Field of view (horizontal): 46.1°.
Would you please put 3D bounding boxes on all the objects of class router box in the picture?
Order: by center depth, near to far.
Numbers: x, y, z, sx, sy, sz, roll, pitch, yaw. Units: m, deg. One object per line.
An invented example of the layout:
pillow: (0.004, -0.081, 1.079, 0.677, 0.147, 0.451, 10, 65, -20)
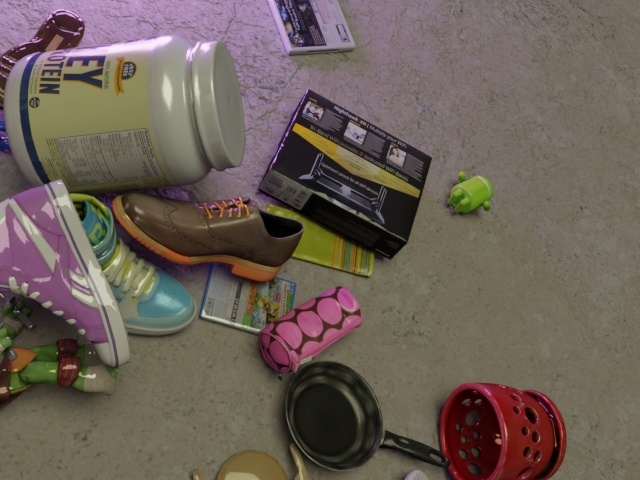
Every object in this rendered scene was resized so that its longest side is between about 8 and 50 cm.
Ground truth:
router box: (0.057, -0.137, 1.533, 0.308, 0.081, 0.243, 28, 54, -8)

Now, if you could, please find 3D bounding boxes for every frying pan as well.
frying pan: (0.077, 0.318, 1.362, 0.326, 0.053, 0.197, 9, 58, -29)

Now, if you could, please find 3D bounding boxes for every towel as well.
towel: (0.000, 0.000, 1.493, 0.237, 0.021, 0.102, 15, 61, -17)

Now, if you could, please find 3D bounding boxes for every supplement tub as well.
supplement tub: (-0.301, -0.197, 1.200, 0.324, 0.235, 0.236, -6, 66, 7)

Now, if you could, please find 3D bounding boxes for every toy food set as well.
toy food set: (-0.113, 0.416, 1.246, 0.192, 0.038, 0.132, -8, 63, -22)

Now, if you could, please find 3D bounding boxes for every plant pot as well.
plant pot: (0.342, 0.359, 1.383, 0.174, 0.191, 0.191, 6, 65, -24)

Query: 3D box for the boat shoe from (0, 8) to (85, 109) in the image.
boat shoe: (-0.512, -0.309, 1.361, 0.095, 0.095, 0.257, 37, 50, -10)

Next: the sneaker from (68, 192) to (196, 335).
sneaker: (-0.333, 0.040, 1.213, 0.319, 0.208, 0.127, 25, 57, -12)

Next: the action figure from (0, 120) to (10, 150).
action figure: (-0.598, -0.175, 1.256, 0.280, 0.091, 0.139, 25, 43, -12)

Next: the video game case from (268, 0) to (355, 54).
video game case: (-0.026, -0.512, 1.719, 0.173, 0.022, 0.190, -11, 73, -28)

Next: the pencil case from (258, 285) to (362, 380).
pencil case: (-0.011, 0.162, 1.360, 0.098, 0.095, 0.209, 23, 39, 37)

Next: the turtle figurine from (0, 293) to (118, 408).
turtle figurine: (-0.440, 0.136, 1.129, 0.266, 0.198, 0.275, 9, 67, -24)

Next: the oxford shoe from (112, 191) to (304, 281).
oxford shoe: (-0.182, -0.035, 1.284, 0.363, 0.133, 0.130, 16, 36, -47)

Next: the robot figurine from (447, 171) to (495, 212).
robot figurine: (0.335, -0.103, 1.664, 0.115, 0.067, 0.101, -26, 67, -32)

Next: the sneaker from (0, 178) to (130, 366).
sneaker: (-0.384, 0.072, 1.061, 0.161, 0.102, 0.282, -26, 98, -21)

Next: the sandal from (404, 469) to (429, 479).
sandal: (0.121, 0.513, 1.284, 0.102, 0.076, 0.265, 52, 42, -14)

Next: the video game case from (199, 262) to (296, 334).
video game case: (-0.131, 0.110, 1.387, 0.166, 0.015, 0.119, 18, 60, -16)
